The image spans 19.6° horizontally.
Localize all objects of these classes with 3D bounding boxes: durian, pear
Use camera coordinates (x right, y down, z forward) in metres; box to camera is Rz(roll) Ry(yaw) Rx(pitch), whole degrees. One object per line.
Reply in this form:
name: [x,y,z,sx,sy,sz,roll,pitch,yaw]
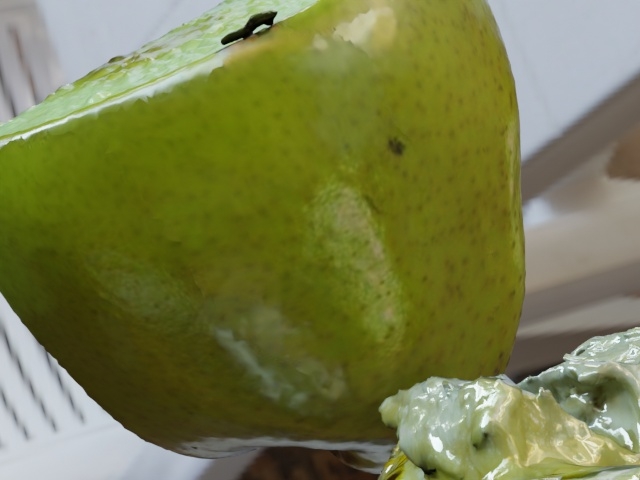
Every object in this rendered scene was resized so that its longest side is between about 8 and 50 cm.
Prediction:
durian: [0.138,0.104,0.852,0.306,0.172,0.166,-16,59,36]
pear: [0.000,0.000,1.102,0.238,0.342,0.318,-4,114,46]
